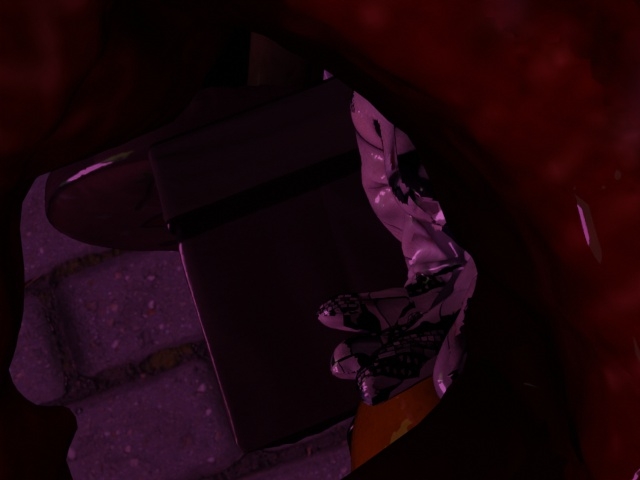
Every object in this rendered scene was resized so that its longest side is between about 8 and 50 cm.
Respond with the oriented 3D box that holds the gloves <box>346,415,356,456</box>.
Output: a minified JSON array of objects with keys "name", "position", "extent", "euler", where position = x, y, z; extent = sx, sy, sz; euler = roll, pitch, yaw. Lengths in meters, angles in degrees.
[{"name":"gloves","position":[0.074,0.168,1.534],"extent":[0.180,0.106,0.129],"euler":[68,-179,-55]}]

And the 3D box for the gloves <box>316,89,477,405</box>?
[{"name":"gloves","position":[0.059,-0.006,0.822],"extent":[0.212,0.111,0.127],"euler":[-105,32,-44]}]

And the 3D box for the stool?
[{"name":"stool","position":[-0.084,-0.106,1.386],"extent":[0.272,0.272,0.178],"euler":[83,179,-74]}]

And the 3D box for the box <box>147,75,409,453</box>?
[{"name":"box","position":[0.000,0.000,1.110],"extent":[0.252,0.188,0.153],"euler":[-129,20,-73]}]

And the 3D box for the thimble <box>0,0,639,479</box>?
[{"name":"thimble","position":[-0.027,0.035,0.540],"extent":[0.230,0.350,0.350],"euler":[-121,12,-76]}]

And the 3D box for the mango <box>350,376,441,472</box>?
[{"name":"mango","position":[0.085,0.117,0.914],"extent":[0.236,0.136,0.166],"euler":[60,-156,-84]}]

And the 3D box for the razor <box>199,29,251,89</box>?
[{"name":"razor","position":[-0.148,-0.198,1.618],"extent":[0.113,0.204,0.349],"euler":[-40,33,45]}]
